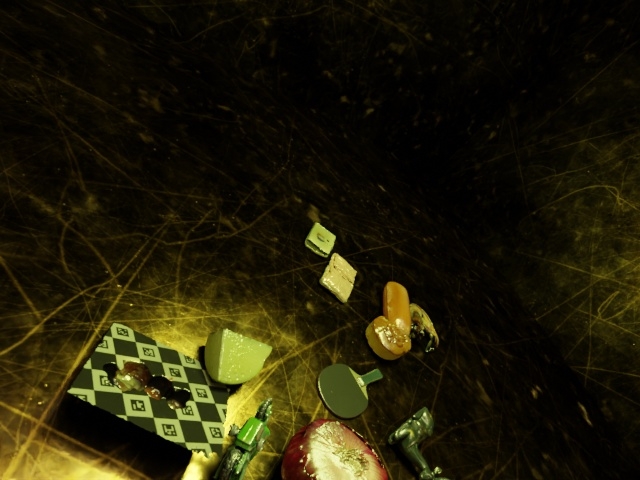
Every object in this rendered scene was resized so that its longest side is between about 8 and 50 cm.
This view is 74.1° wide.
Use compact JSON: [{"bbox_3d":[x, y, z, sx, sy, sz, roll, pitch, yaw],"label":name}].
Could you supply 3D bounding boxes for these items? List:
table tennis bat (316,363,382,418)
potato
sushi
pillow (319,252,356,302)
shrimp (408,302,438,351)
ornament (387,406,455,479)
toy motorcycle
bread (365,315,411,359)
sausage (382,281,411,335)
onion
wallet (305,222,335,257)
[{"bbox_3d":[0.093,0.417,1.220,0.274,0.021,0.154,-1,51,-49],"label":"table tennis bat"},{"bbox_3d":[-0.198,0.289,0.989,0.149,0.081,0.120,31,48,-36],"label":"potato"},{"bbox_3d":[-0.317,0.300,0.829,0.290,0.050,0.264,33,10,-16],"label":"sushi"},{"bbox_3d":[0.073,0.131,1.560,0.126,0.043,0.232,45,26,-7],"label":"pillow"},{"bbox_3d":[0.394,0.353,1.648,0.178,0.075,0.289,45,15,-1],"label":"shrimp"},{"bbox_3d":[0.308,0.607,1.176,0.202,0.080,0.236,-7,53,-51],"label":"ornament"},{"bbox_3d":[-0.148,0.406,0.849,0.074,0.106,0.190,22,31,11],"label":"toy motorcycle"},{"bbox_3d":[0.223,0.335,1.421,0.156,0.086,0.125,41,34,2],"label":"bread"},{"bbox_3d":[0.285,0.259,1.593,0.105,0.105,0.274,35,30,-14],"label":"sausage"},{"bbox_3d":[0.025,0.492,0.888,0.248,0.161,0.248,41,19,-18],"label":"onion"},{"bbox_3d":[0.000,0.000,1.645,0.110,0.039,0.155,36,29,-6],"label":"wallet"}]
